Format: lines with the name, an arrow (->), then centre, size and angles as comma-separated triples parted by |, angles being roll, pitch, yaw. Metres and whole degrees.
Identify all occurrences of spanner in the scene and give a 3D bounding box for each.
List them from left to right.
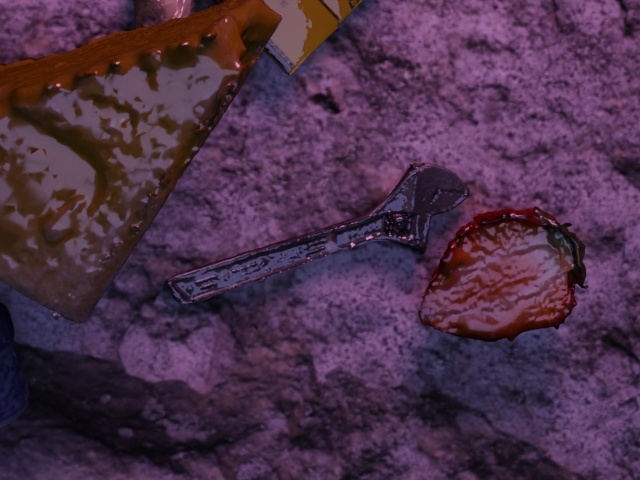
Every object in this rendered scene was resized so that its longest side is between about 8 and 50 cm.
spanner -> 0.000, 0.000, 1.882 | 0.325, 0.026, 0.093 | -18, 105, -7

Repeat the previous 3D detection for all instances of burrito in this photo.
burrito -> -0.158, -0.150, 1.800 | 0.058, 0.063, 0.229 | 5, 96, 27

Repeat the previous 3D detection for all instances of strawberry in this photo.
strawberry -> 0.185, 0.039, 1.904 | 0.187, 0.082, 0.146 | -27, 102, 1

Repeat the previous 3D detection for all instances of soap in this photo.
soap -> -0.249, -0.146, 1.693 | 0.304, 0.169, 0.338 | 33, 102, -8

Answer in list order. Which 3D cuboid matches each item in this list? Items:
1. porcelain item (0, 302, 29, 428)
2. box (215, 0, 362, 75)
porcelain item -> -0.359, 0.121, 1.767 | 0.147, 0.147, 0.114 | -12, 103, -10
box -> 0.013, -0.314, 1.806 | 0.279, 0.041, 0.153 | -45, 109, 0
